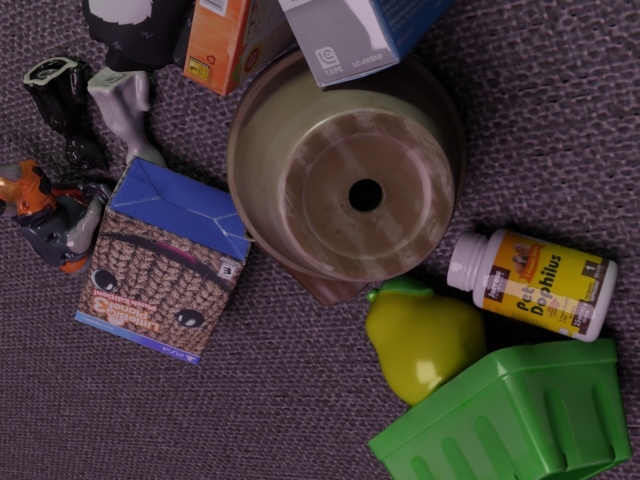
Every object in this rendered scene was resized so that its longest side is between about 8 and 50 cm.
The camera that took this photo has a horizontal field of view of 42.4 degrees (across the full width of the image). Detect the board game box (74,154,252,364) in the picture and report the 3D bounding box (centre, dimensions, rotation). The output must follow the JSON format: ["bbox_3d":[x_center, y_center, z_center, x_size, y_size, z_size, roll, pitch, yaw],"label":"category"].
[{"bbox_3d":[-0.259,0.040,1.393,0.232,0.141,0.291,22,133,-7],"label":"board game box"}]

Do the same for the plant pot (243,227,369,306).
[{"bbox_3d":[0.000,0.000,1.253,0.167,0.167,0.165,-21,119,38],"label":"plant pot"}]

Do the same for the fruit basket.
[{"bbox_3d":[0.228,0.217,1.245,0.392,0.283,0.392,-3,86,58],"label":"fruit basket"}]

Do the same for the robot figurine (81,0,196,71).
[{"bbox_3d":[-0.218,-0.349,1.103,0.209,0.173,0.278,32,134,-11],"label":"robot figurine"}]

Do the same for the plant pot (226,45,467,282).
[{"bbox_3d":[0.041,-0.081,0.993,0.323,0.280,0.323,-1,103,-4],"label":"plant pot"}]

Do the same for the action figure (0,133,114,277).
[{"bbox_3d":[-0.537,-0.047,1.488,0.341,0.178,0.330,-7,138,38],"label":"action figure"}]

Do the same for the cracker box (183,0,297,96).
[{"bbox_3d":[-0.071,-0.298,1.017,0.067,0.232,0.155,29,132,10],"label":"cracker box"}]

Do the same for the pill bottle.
[{"bbox_3d":[0.290,0.055,1.142,0.215,0.117,0.117,17,129,18],"label":"pill bottle"}]

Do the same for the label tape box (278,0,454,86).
[{"bbox_3d":[0.019,-0.379,0.895,0.115,0.249,0.347,-13,115,35],"label":"label tape box"}]

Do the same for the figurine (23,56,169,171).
[{"bbox_3d":[-0.359,-0.189,1.371,0.215,0.092,0.209,9,134,23],"label":"figurine"}]
